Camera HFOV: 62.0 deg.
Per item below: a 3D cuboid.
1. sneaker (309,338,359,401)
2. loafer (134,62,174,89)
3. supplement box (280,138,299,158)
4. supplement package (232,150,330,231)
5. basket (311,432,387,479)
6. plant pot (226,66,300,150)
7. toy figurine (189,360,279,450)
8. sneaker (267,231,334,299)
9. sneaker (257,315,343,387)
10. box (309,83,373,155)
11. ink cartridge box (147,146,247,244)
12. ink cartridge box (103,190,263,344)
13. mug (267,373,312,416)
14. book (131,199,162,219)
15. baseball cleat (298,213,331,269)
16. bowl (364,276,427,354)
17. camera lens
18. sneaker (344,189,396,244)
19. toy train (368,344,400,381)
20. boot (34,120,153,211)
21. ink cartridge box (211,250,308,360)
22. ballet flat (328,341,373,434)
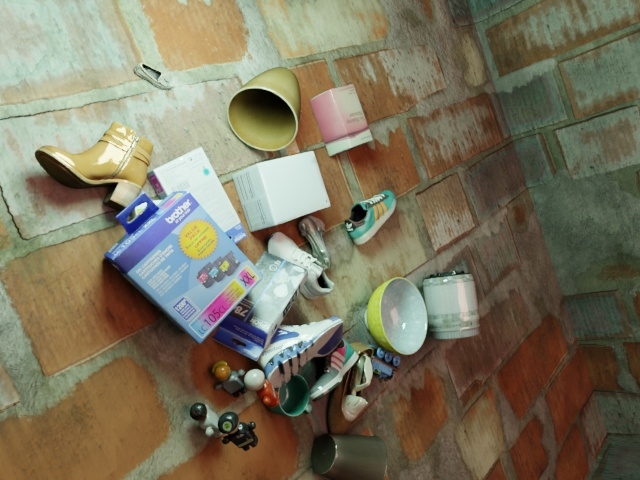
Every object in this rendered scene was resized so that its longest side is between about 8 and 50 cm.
[{"bbox_3d":[0.008,0.392,1.773,0.178,0.124,0.295,51,29,3],"label":"sneaker"},{"bbox_3d":[-0.493,-0.492,1.594,0.125,0.039,0.045,19,68,-39],"label":"loafer"},{"bbox_3d":[-0.121,-0.351,1.910,0.062,0.036,0.098,-25,98,-43],"label":"supplement box"},{"bbox_3d":[-0.128,-0.167,1.791,0.262,0.145,0.204,-22,96,-44],"label":"supplement package"},{"bbox_3d":[0.094,0.742,1.804,0.227,0.154,0.204,29,61,-31],"label":"basket"},{"bbox_3d":[-0.162,-0.470,1.795,0.237,0.237,0.254,46,39,-26],"label":"plant pot"},{"bbox_3d":[-0.247,0.459,1.502,0.213,0.209,0.148,-58,136,-30],"label":"toy figurine"},{"bbox_3d":[-0.059,0.078,1.814,0.297,0.129,0.111,48,55,-23],"label":"sneaker"},{"bbox_3d":[-0.088,0.306,1.679,0.315,0.182,0.127,-28,138,-32],"label":"sneaker"},{"bbox_3d":[0.081,-0.464,2.059,0.148,0.127,0.232,-28,100,-43],"label":"box"},{"bbox_3d":[-0.367,-0.104,1.614,0.186,0.065,0.311,-37,104,-40],"label":"ink cartridge box"},{"bbox_3d":[-0.388,0.048,1.457,0.270,0.151,0.395,-48,114,-19],"label":"ink cartridge box"},{"bbox_3d":[-0.110,0.502,1.697,0.129,0.097,0.158,-22,97,-44],"label":"mug"},{"bbox_3d":[-0.479,-0.039,1.517,0.096,0.035,0.144,-13,92,-44],"label":"book"},{"bbox_3d":[0.000,0.000,1.925,0.109,0.072,0.206,-45,115,-46],"label":"baseball cleat"},{"bbox_3d":[0.264,0.295,2.043,0.289,0.156,0.289,14,70,-41],"label":"bowl"},{"bbox_3d":[0.561,0.273,2.282,0.219,0.219,0.274,-2,82,-43],"label":"camera lens"},{"bbox_3d":[0.200,-0.122,2.109,0.302,0.108,0.121,-52,120,-35],"label":"sneaker"},{"bbox_3d":[0.231,0.471,2.037,0.184,0.080,0.105,34,69,-36],"label":"toy train"},{"bbox_3d":[-0.580,-0.231,1.409,0.283,0.109,0.220,31,63,-37],"label":"boot"},{"bbox_3d":[-0.184,0.194,1.656,0.065,0.165,0.333,94,22,-54],"label":"ink cartridge box"},{"bbox_3d":[0.121,0.524,1.888,0.116,0.124,0.342,36,59,-31],"label":"ballet flat"}]
